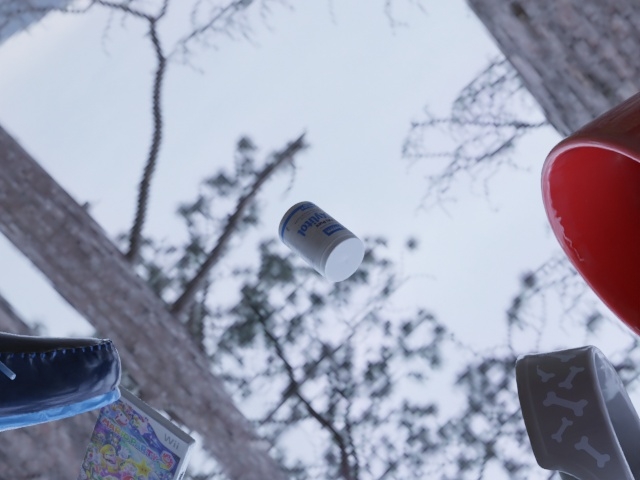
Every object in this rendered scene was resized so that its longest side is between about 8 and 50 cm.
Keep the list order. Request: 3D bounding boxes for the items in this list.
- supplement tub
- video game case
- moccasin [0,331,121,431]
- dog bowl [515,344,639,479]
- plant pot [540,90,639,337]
[{"bbox_3d":[0.000,0.000,1.628,0.071,0.071,0.107,-46,-129,-9],"label":"supplement tub"},{"bbox_3d":[-0.154,0.186,0.995,0.011,0.087,0.122,-28,146,-55],"label":"video game case"},{"bbox_3d":[-0.287,0.074,0.778,0.342,0.116,0.138,-2,173,-36],"label":"moccasin"},{"bbox_3d":[0.378,0.297,1.625,0.102,0.348,0.348,-25,-159,17],"label":"dog bowl"},{"bbox_3d":[0.368,-0.050,1.041,0.243,0.275,0.275,-41,-165,-15],"label":"plant pot"}]
